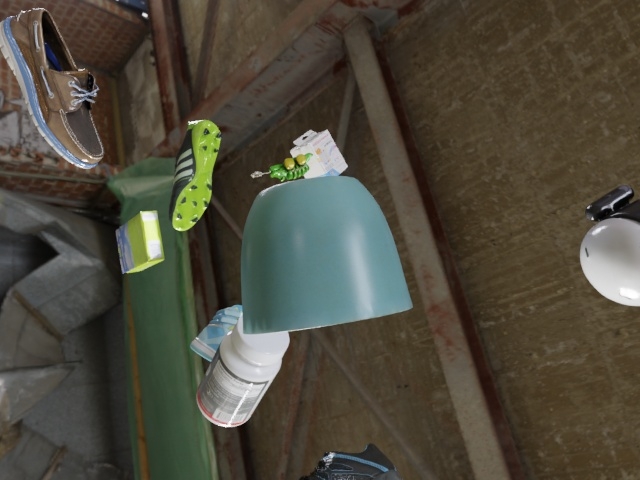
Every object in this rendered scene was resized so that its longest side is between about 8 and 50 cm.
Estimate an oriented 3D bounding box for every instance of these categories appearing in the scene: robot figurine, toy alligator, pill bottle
[{"bbox_3d":[0.605,0.005,0.908,0.209,0.278,0.174,35,-31,65],"label":"robot figurine"},{"bbox_3d":[-0.091,-0.180,1.335,0.051,0.189,0.056,62,-28,4],"label":"toy alligator"},{"bbox_3d":[-0.196,0.323,1.285,0.161,0.161,0.283,52,-54,34],"label":"pill bottle"}]

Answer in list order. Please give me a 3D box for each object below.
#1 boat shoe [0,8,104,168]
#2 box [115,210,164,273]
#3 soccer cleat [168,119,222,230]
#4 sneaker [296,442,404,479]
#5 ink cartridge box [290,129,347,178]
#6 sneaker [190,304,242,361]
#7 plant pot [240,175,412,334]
[{"bbox_3d":[-0.298,-0.174,0.586,0.066,0.066,0.183,-20,-72,18],"label":"boat shoe"},{"bbox_3d":[-0.397,0.008,1.111,0.178,0.042,0.109,-18,-99,52],"label":"box"},{"bbox_3d":[-0.206,-0.104,0.808,0.072,0.060,0.179,17,-89,42],"label":"soccer cleat"},{"bbox_3d":[0.009,0.533,1.074,0.140,0.340,0.125,-128,-138,-53],"label":"sneaker"},{"bbox_3d":[-0.009,-0.241,1.453,0.090,0.092,0.143,-9,-62,48],"label":"ink cartridge box"},{"bbox_3d":[-0.266,0.325,1.661,0.319,0.127,0.208,20,-111,33],"label":"sneaker"},{"bbox_3d":[-0.006,0.022,0.885,0.293,0.293,0.235,-15,-98,42],"label":"plant pot"}]
